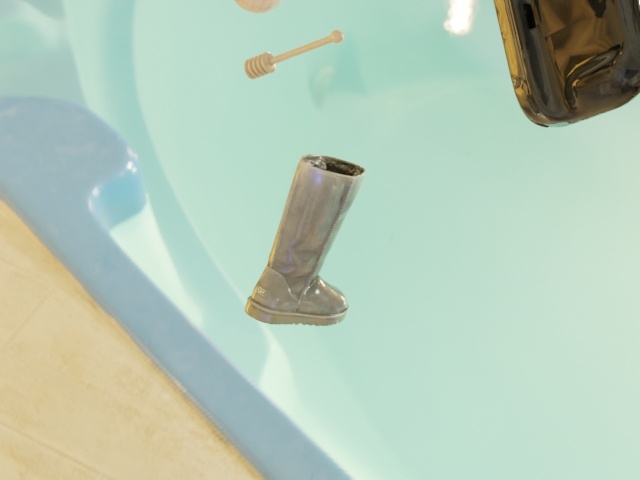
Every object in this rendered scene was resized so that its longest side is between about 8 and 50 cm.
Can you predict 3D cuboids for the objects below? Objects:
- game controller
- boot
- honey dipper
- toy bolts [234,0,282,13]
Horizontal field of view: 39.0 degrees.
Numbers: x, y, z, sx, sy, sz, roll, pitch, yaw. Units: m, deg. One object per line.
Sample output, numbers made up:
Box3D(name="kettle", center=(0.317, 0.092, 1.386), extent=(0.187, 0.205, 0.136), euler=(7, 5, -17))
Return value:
Box3D(name="game controller", center=(0.237, -0.279, 0.912), extent=(0.067, 0.166, 0.319), euler=(-11, 88, -38))
Box3D(name="boot", center=(0.002, 0.001, 1.110), extent=(0.076, 0.208, 0.190), euler=(25, 13, 31))
Box3D(name="honey dipper", center=(-0.036, -0.254, 1.215), extent=(0.030, 0.161, 0.030), euler=(22, 62, -48))
Box3D(name="toy bolts", center=(-0.063, -0.318, 0.809), extent=(0.158, 0.218, 0.228), euler=(41, 10, -4))
